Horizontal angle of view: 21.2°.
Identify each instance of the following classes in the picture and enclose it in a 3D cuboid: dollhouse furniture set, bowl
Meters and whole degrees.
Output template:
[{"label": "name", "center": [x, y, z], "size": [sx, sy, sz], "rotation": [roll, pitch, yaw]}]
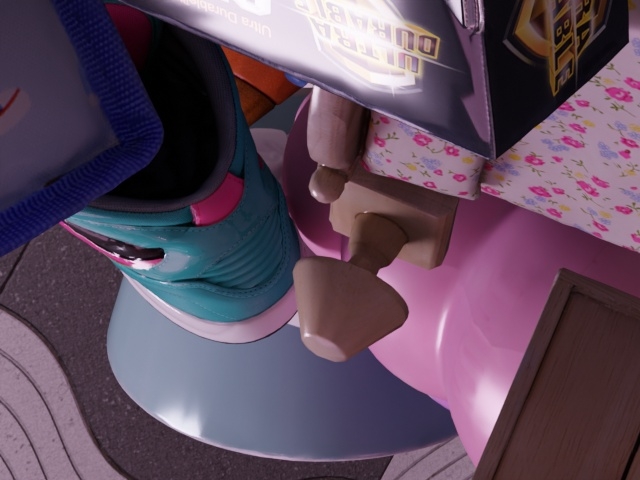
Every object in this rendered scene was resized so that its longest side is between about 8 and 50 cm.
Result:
[{"label": "dollhouse furniture set", "center": [0.122, 0.051, 0.483], "size": [0.303, 0.174, 0.355], "rotation": [23, 157, 8]}, {"label": "bowl", "center": [0.000, 0.000, 1.199], "size": [0.311, 0.163, 0.311], "rotation": [-1, -151, 0]}]

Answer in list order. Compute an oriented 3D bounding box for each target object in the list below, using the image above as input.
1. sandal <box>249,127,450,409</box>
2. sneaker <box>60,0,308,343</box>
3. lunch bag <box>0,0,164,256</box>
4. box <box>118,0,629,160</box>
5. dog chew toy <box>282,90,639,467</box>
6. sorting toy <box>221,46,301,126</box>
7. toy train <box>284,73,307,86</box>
[{"label": "sandal", "center": [0.104, 0.054, 1.040], "size": [0.416, 0.169, 0.102], "rotation": [27, 139, 1]}, {"label": "sneaker", "center": [-0.139, -0.072, 0.874], "size": [0.295, 0.124, 0.178], "rotation": [32, 160, 20]}, {"label": "lunch bag", "center": [-0.275, -0.153, 0.631], "size": [0.328, 0.239, 0.385], "rotation": [1, 124, 56]}, {"label": "box", "center": [-0.042, -0.131, 0.356], "size": [0.220, 0.051, 0.175], "rotation": [26, 144, 35]}, {"label": "dog chew toy", "center": [0.106, 0.011, 0.879], "size": [0.332, 0.206, 0.206], "rotation": [38, -177, 34]}, {"label": "sorting toy", "center": [-0.142, -0.152, 1.040], "size": [0.365, 0.126, 0.127], "rotation": [31, 177, -41]}, {"label": "toy train", "center": [0.001, -0.116, 0.769], "size": [0.184, 0.080, 0.105], "rotation": [28, 171, 20]}]
